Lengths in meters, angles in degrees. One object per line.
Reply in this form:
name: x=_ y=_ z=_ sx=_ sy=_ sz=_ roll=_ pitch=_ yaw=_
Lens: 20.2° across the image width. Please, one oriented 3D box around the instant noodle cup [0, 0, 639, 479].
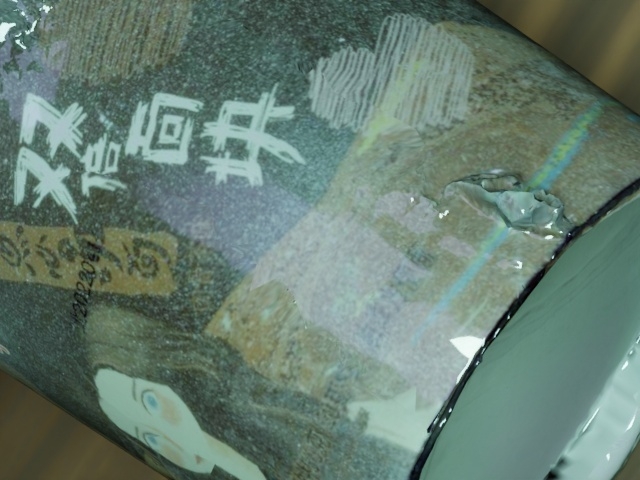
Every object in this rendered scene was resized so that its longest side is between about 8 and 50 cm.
instant noodle cup: x=0.000 y=0.000 z=0.579 sx=0.207 sy=0.217 sz=0.217 roll=34 pitch=101 yaw=27
